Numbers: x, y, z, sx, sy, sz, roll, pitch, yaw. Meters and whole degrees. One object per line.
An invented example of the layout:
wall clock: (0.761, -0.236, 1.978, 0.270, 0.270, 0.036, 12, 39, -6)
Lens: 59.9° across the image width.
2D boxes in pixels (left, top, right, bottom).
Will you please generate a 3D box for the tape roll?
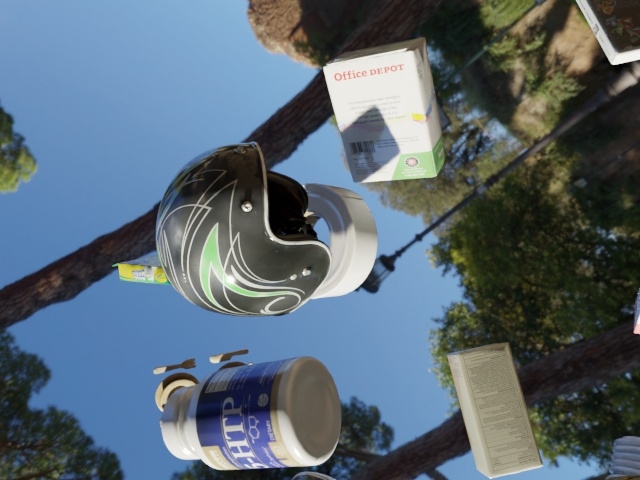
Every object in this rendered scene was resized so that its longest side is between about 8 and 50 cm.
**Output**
tape roll: (0.000, 0.000, 1.385, 0.100, 0.286, 0.286, 3, -126, -51)

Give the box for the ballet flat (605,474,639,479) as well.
ballet flat: (0.223, 0.302, 0.318, 0.123, 0.123, 0.349, 42, -136, -17)

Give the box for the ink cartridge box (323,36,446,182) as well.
ink cartridge box: (0.147, -0.280, 1.218, 0.117, 0.201, 0.278, -52, -47, -49)

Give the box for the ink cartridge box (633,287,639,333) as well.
ink cartridge box: (0.594, 0.091, 0.912, 0.198, 0.115, 0.067, 64, -140, -50)

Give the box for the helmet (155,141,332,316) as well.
helmet: (-0.083, -0.009, 0.553, 0.161, 0.169, 0.170, 29, -144, -34)

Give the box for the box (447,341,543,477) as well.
box: (0.447, 0.433, 1.442, 0.121, 0.147, 0.311, 94, 165, -78)

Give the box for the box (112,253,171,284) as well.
box: (-0.345, 0.060, 1.181, 0.105, 0.179, 0.043, -18, -71, -58)

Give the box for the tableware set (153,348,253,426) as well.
tableware set: (-0.219, 0.291, 1.077, 0.194, 0.128, 0.039, -8, -165, -22)

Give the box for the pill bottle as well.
pill bottle: (-0.082, 0.197, 0.623, 0.112, 0.186, 0.112, 36, -134, -49)

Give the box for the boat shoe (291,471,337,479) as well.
boat shoe: (0.017, 0.530, 1.041, 0.102, 0.108, 0.301, 37, 173, -39)

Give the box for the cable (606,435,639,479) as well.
cable: (0.483, 0.300, 0.653, 0.257, 0.256, 0.089, 59, -136, -67)

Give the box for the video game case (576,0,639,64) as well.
video game case: (0.423, -0.311, 0.701, 0.022, 0.190, 0.173, 85, 172, -66)
